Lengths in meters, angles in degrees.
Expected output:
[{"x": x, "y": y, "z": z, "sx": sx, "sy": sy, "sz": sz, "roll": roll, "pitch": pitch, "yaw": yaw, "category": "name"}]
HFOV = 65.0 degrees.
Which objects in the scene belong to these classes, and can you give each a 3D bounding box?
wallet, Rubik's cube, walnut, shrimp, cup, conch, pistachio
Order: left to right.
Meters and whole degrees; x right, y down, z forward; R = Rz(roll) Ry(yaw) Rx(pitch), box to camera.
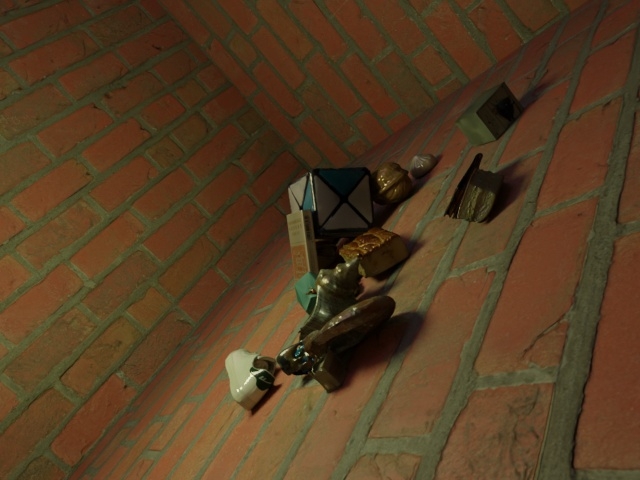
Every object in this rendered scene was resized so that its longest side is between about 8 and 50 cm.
[{"x": -0.013, "y": 0.221, "z": 1.893, "sx": 0.235, "sy": 0.148, "sz": 0.134, "roll": -128, "pitch": 53, "yaw": -73, "category": "cup"}, {"x": -0.001, "y": 0.069, "z": 2.329, "sx": 0.215, "sy": 0.144, "sz": 0.144, "roll": -18, "pitch": 28, "yaw": 55, "category": "pistachio"}, {"x": 0.045, "y": -0.157, "z": 2.277, "sx": 0.311, "sy": 0.306, "sz": 0.305, "roll": -4, "pitch": -1, "yaw": -20, "category": "Rubik's cube"}, {"x": 0.039, "y": 0.222, "z": 1.680, "sx": 0.203, "sy": 0.170, "sz": 0.385, "roll": -23, "pitch": -47, "yaw": -68, "category": "conch"}, {"x": 0.035, "y": 0.282, "z": 1.451, "sx": 0.446, "sy": 0.109, "sz": 0.221, "roll": -41, "pitch": -24, "yaw": 32, "category": "shrimp"}, {"x": 0.312, "y": -0.257, "z": 2.301, "sx": 0.198, "sy": 0.198, "sz": 0.245, "roll": -50, "pitch": 9, "yaw": -29, "category": "walnut"}, {"x": 0.487, "y": -0.179, "z": 1.691, "sx": 0.195, "sy": 0.042, "sz": 0.160, "roll": -51, "pitch": -17, "yaw": -34, "category": "wallet"}]

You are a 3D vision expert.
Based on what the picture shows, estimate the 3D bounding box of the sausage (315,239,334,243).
[{"x": 0.004, "y": 0.002, "z": 2.558, "sx": 0.354, "sy": 0.116, "sz": 0.134, "roll": -50, "pitch": -17, "yaw": -34, "category": "sausage"}]

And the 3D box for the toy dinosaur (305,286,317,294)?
[{"x": -0.005, "y": 0.177, "z": 1.776, "sx": 0.113, "sy": 0.026, "sz": 0.041, "roll": -7, "pitch": 15, "yaw": -28, "category": "toy dinosaur"}]

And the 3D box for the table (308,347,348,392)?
[{"x": 0.021, "y": 0.360, "z": 1.392, "sx": 0.062, "sy": 0.083, "sz": 0.079, "roll": -34, "pitch": 16, "yaw": 32, "category": "table"}]

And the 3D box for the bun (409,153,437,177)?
[{"x": 0.478, "y": -0.369, "z": 2.394, "sx": 0.138, "sy": 0.094, "sz": 0.138, "roll": -37, "pitch": 13, "yaw": 10, "category": "bun"}]

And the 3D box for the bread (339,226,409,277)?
[{"x": 0.185, "y": 0.038, "z": 1.832, "sx": 0.185, "sy": 0.114, "sz": 0.275, "roll": -29, "pitch": 9, "yaw": -6, "category": "bread"}]

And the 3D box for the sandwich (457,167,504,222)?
[{"x": 0.504, "y": -0.155, "z": 1.558, "sx": 0.258, "sy": 0.094, "sz": 0.096, "roll": -54, "pitch": -24, "yaw": -41, "category": "sandwich"}]

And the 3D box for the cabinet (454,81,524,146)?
[{"x": 0.703, "y": -0.520, "z": 2.081, "sx": 0.206, "sy": 0.145, "sz": 0.150, "roll": -46, "pitch": 12, "yaw": -15, "category": "cabinet"}]

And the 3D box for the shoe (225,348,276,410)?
[{"x": -0.239, "y": 0.449, "z": 1.800, "sx": 0.160, "sy": 0.132, "sz": 0.363, "roll": -43, "pitch": 17, "yaw": 0, "category": "shoe"}]

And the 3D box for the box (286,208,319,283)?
[{"x": -0.072, "y": 0.057, "z": 2.159, "sx": 0.051, "sy": 0.364, "sz": 0.205, "roll": -7, "pitch": -1, "yaw": -23, "category": "box"}]

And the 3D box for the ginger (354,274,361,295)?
[{"x": 0.116, "y": 0.157, "z": 1.855, "sx": 0.070, "sy": 0.051, "sz": 0.173, "roll": -34, "pitch": 17, "yaw": 22, "category": "ginger"}]
